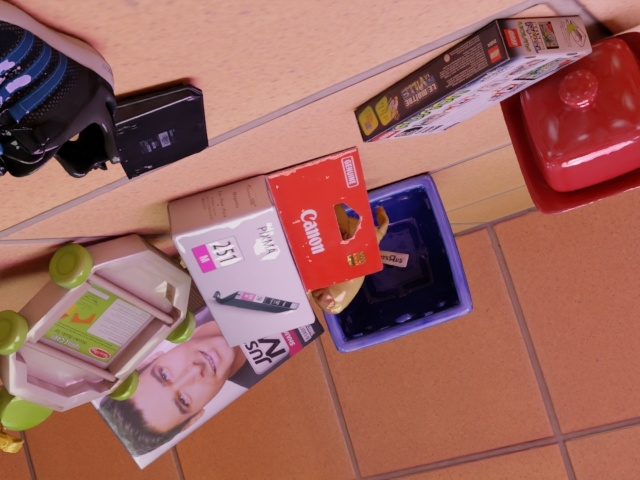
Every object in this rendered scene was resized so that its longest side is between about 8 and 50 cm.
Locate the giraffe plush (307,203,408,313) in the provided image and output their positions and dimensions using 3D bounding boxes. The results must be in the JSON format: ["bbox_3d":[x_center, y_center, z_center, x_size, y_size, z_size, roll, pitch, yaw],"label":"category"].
[{"bbox_3d":[0.000,0.000,1.364,0.210,0.181,0.170,-8,156,24],"label":"giraffe plush"}]

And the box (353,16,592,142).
[{"bbox_3d":[0.137,-0.148,0.883,0.114,0.036,0.207,-12,172,-37],"label":"box"}]

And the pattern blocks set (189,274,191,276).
[{"bbox_3d":[-0.249,0.085,1.948,0.325,0.026,0.285,-16,174,-2],"label":"pattern blocks set"}]

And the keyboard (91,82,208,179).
[{"bbox_3d":[-0.147,-0.085,0.769,0.108,0.023,0.180,-22,174,-8],"label":"keyboard"}]

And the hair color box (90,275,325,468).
[{"bbox_3d":[-0.196,0.173,1.524,0.374,0.185,0.114,-36,-147,-14],"label":"hair color box"}]

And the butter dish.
[{"bbox_3d":[0.254,-0.127,0.900,0.160,0.160,0.118,-19,160,17],"label":"butter dish"}]

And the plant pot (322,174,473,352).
[{"bbox_3d":[0.114,0.035,1.581,0.236,0.235,0.212,-18,180,8],"label":"plant pot"}]

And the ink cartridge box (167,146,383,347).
[{"bbox_3d":[-0.042,0.019,1.206,0.239,0.060,0.275,-16,144,1],"label":"ink cartridge box"}]

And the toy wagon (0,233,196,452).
[{"bbox_3d":[-0.333,0.143,1.278,0.344,0.068,0.267,-45,146,2],"label":"toy wagon"}]

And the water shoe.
[{"bbox_3d":[-0.170,-0.076,0.504,0.073,0.080,0.203,-20,173,23],"label":"water shoe"}]

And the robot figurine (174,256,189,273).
[{"bbox_3d":[-0.269,0.079,1.562,0.115,0.101,0.067,-47,-175,-31],"label":"robot figurine"}]
